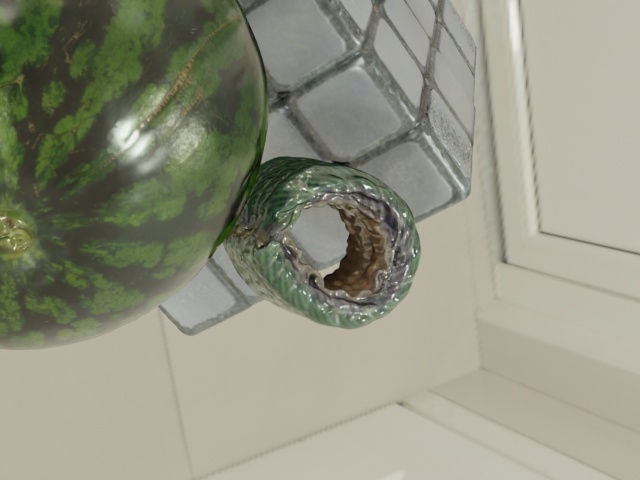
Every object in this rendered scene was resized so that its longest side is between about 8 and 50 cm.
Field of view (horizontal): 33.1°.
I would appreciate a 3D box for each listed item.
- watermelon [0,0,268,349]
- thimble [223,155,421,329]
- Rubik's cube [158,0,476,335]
[{"bbox_3d":[-0.172,-0.080,0.638,0.285,0.285,0.285,-6,102,-30],"label":"watermelon"},{"bbox_3d":[0.002,0.000,0.804,0.135,0.090,0.118,35,79,-27],"label":"thimble"},{"bbox_3d":[-0.070,-0.177,1.044,0.344,0.337,0.343,-27,116,25],"label":"Rubik's cube"}]
